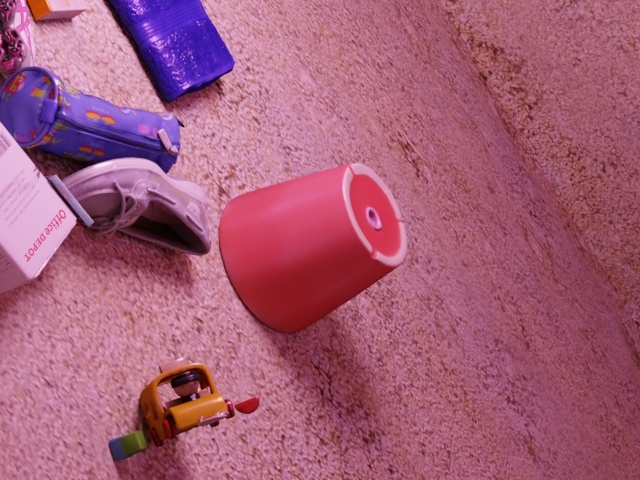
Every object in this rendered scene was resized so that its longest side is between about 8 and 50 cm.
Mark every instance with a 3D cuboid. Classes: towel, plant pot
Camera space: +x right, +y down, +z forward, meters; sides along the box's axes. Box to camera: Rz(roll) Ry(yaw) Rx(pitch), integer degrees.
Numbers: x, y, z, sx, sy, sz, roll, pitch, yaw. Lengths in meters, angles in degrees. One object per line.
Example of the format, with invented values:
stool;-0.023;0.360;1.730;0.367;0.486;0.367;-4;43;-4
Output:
towel;-0.273;-0.410;2.259;0.308;0.076;0.227;61;28;-9
plant pot;0.000;0.000;2.229;0.275;0.243;0.275;39;39;-40

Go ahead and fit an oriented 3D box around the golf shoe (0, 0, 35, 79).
golf shoe;-0.462;-0.312;1.890;0.086;0.067;0.186;68;10;-66

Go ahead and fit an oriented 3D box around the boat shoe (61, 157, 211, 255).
boat shoe;-0.271;-0.046;1.943;0.320;0.118;0.103;20;47;-62

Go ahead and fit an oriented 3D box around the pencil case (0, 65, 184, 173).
pencil case;-0.334;-0.166;1.911;0.306;0.133;0.119;16;84;-54

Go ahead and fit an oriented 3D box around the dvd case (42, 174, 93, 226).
dvd case;-0.369;-0.056;1.795;0.013;0.119;0.087;-45;111;-22

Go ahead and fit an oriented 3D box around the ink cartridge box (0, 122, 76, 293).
ink cartridge box;-0.444;-0.055;1.676;0.219;0.092;0.160;55;30;-20

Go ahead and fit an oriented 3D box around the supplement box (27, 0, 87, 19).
supplement box;-0.422;-0.385;2.026;0.098;0.036;0.062;-22;88;-62

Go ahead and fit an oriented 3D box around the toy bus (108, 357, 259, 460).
toy bus;-0.192;0.220;1.786;0.191;0.202;0.104;-2;70;-65
